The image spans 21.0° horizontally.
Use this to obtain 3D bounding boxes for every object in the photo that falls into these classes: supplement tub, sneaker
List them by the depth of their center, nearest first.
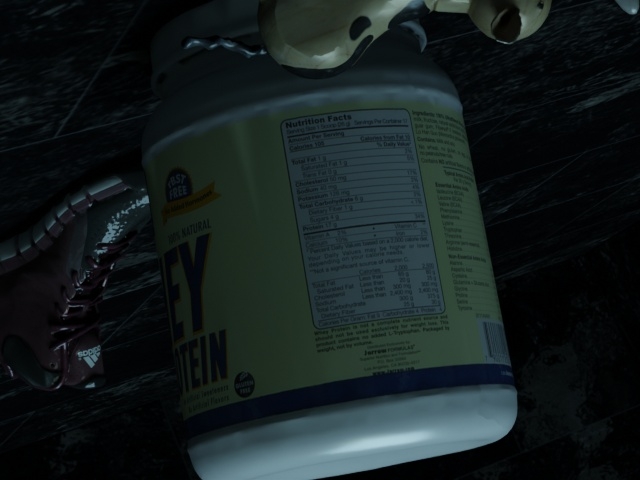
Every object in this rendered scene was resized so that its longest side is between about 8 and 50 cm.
[{"bbox_3d":[0.000,0.000,1.232,0.235,0.325,0.235,-10,169,-2],"label":"supplement tub"},{"bbox_3d":[-0.207,0.046,1.581,0.281,0.162,0.106,-30,168,36],"label":"sneaker"}]

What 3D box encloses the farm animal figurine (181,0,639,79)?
[{"bbox_3d":[0.124,-0.194,0.890,0.327,0.172,0.330,-31,180,-31],"label":"farm animal figurine"}]
